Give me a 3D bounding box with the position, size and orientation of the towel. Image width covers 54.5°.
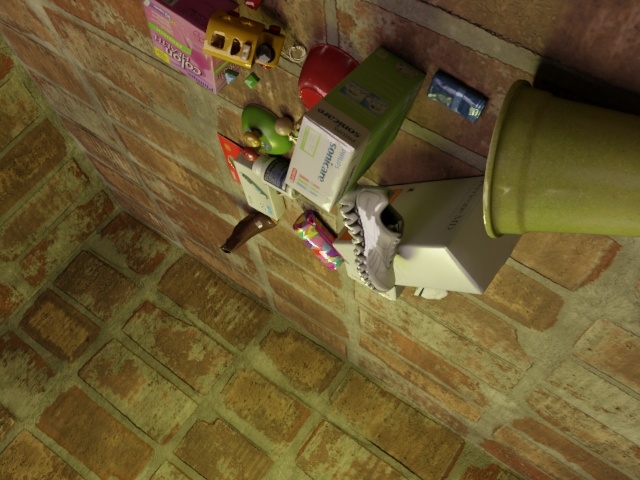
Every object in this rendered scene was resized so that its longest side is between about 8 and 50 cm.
[{"bbox_3d":[0.268,-0.284,1.231,0.119,0.029,0.067,35,159,11],"label":"towel"}]

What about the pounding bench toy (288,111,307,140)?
[{"bbox_3d":[-0.038,-0.287,1.670,0.065,0.083,0.052,33,159,16],"label":"pounding bench toy"}]

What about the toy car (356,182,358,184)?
[{"bbox_3d":[0.058,-0.159,1.797,0.225,0.053,0.239,36,178,35],"label":"toy car"}]

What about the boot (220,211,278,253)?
[{"bbox_3d":[-0.286,-0.023,2.491,0.090,0.206,0.248,47,158,-23],"label":"boot"}]

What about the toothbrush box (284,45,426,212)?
[{"bbox_3d":[0.070,-0.227,1.268,0.122,0.283,0.206,34,147,8],"label":"toothbrush box"}]

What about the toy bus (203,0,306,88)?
[{"bbox_3d":[-0.164,-0.441,1.406,0.202,0.104,0.190,-21,117,21],"label":"toy bus"}]

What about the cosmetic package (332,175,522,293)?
[{"bbox_3d":[0.255,-0.016,1.546,0.161,0.230,0.453,48,157,-23],"label":"cosmetic package"}]

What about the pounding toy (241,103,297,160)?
[{"bbox_3d":[-0.166,-0.294,1.839,0.237,0.110,0.183,22,155,39],"label":"pounding toy"}]

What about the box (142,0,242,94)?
[{"bbox_3d":[-0.320,-0.530,1.578,0.214,0.117,0.243,35,160,9],"label":"box"}]

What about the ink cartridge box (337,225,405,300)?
[{"bbox_3d":[0.180,0.054,1.995,0.197,0.114,0.272,28,157,24],"label":"ink cartridge box"}]

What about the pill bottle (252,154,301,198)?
[{"bbox_3d":[-0.132,-0.208,1.988,0.169,0.094,0.094,30,159,21],"label":"pill bottle"}]

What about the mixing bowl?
[{"bbox_3d":[0.015,-0.347,1.430,0.181,0.098,0.181,34,160,14],"label":"mixing bowl"}]

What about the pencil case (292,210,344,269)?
[{"bbox_3d":[0.000,0.000,2.216,0.236,0.104,0.104,47,158,-27],"label":"pencil case"}]

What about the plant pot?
[{"bbox_3d":[0.434,-0.115,1.026,0.254,0.276,0.276,14,150,28],"label":"plant pot"}]

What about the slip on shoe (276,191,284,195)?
[{"bbox_3d":[-0.098,-0.174,2.090,0.041,0.051,0.135,4,171,-33],"label":"slip on shoe"}]

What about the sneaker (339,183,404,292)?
[{"bbox_3d":[0.133,0.002,1.385,0.118,0.110,0.292,-3,127,23],"label":"sneaker"}]

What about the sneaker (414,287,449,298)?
[{"bbox_3d":[0.361,0.125,1.911,0.095,0.090,0.235,23,162,4],"label":"sneaker"}]

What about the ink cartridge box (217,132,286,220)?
[{"bbox_3d":[-0.259,-0.222,2.223,0.261,0.066,0.296,30,158,19],"label":"ink cartridge box"}]
